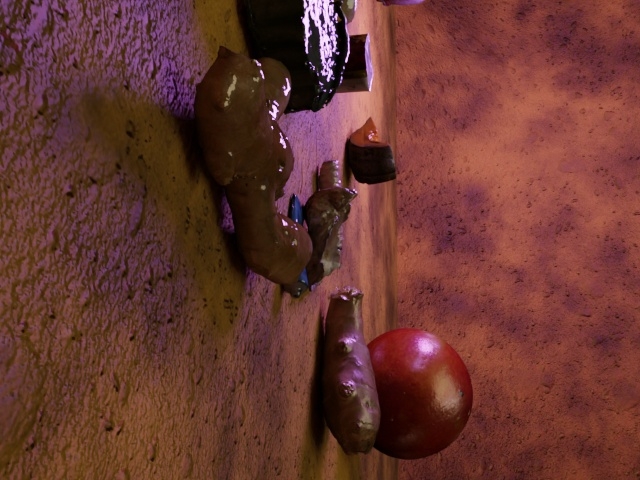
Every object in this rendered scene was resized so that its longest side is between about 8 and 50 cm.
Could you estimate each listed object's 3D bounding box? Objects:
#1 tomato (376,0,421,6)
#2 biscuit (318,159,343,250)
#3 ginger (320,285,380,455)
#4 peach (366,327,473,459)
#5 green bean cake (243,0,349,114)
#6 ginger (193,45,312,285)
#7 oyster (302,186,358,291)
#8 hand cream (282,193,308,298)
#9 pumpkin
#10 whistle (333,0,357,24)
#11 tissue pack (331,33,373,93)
[{"bbox_3d":[0.228,-0.861,2.053,0.316,0.317,0.282,-73,-176,-56],"label":"tomato"},{"bbox_3d":[0.023,-0.083,1.606,0.061,0.055,0.219,-172,-100,-66],"label":"biscuit"},{"bbox_3d":[0.082,0.308,1.583,0.236,0.166,0.375,59,36,-49],"label":"ginger"},{"bbox_3d":[0.248,0.445,1.910,0.388,0.389,0.387,-2,90,-78],"label":"peach"},{"bbox_3d":[-0.039,-0.378,1.182,0.241,0.132,0.254,74,20,-47],"label":"green bean cake"},{"bbox_3d":[-0.098,-0.097,0.958,0.348,0.122,0.362,-23,117,-75],"label":"ginger"},{"bbox_3d":[0.004,-0.010,1.453,0.161,0.108,0.232,-41,147,-81],"label":"oyster"},{"bbox_3d":[-0.048,0.015,1.316,0.083,0.048,0.224,74,13,-51],"label":"hand cream"},{"bbox_3d":[0.139,-0.272,2.053,0.248,0.126,0.130,-108,-179,-61],"label":"pumpkin"},{"bbox_3d":[0.018,-0.548,1.589,0.223,0.123,0.122,142,-52,-79],"label":"whistle"},{"bbox_3d":[0.035,-0.385,1.471,0.099,0.149,0.106,-78,161,-50],"label":"tissue pack"}]
